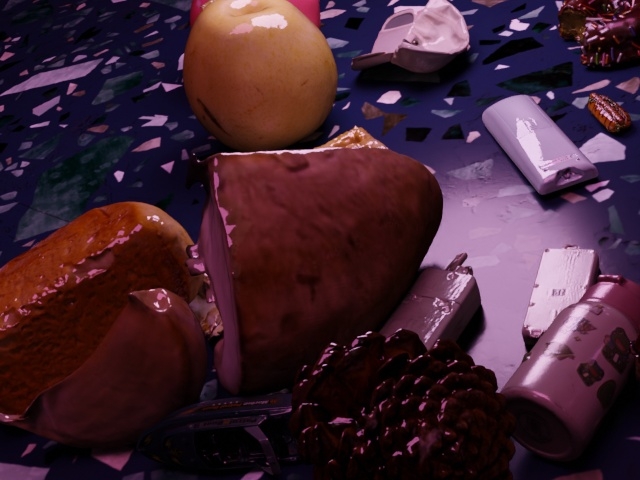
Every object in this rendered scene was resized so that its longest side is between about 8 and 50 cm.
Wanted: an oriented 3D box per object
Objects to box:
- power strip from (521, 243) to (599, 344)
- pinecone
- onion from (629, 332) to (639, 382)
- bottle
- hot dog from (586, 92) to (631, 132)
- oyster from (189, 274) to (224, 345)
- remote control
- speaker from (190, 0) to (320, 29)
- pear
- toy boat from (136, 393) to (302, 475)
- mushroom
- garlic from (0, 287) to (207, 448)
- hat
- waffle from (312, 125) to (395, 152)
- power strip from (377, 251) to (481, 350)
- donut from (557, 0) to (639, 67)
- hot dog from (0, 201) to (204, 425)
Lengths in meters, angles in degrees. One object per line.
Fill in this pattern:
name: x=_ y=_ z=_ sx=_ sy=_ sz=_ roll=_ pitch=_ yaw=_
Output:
power strip: x=0.336 y=0.076 z=1.361 sx=0.081 sy=0.035 sz=0.192 roll=1 pitch=40 yaw=25
pinecone: x=0.082 y=0.215 z=1.142 sx=0.246 sy=0.246 sz=0.292 roll=-33 pitch=23 yaw=-19
onion: x=0.491 y=0.145 z=1.052 sx=0.281 sy=0.221 sz=0.281 roll=-18 pitch=56 yaw=28
bottle: x=0.327 y=0.146 z=1.201 sx=0.120 sy=0.120 sz=0.253 roll=16 pitch=46 yaw=40
hot dog: x=0.498 y=-0.224 z=1.689 sx=0.049 sy=0.037 sz=0.122 roll=-19 pitch=36 yaw=-5
oyster: x=-0.121 y=0.037 z=1.595 sx=0.201 sy=0.107 sz=0.354 roll=-22 pitch=42 yaw=33
remote control: x=0.368 y=-0.175 z=1.673 sx=0.103 sy=0.051 sz=0.293 roll=-20 pitch=36 yaw=-1
speaker: x=-0.134 y=-0.492 z=2.153 sx=0.294 sy=0.294 sz=0.294 roll=-13 pitch=35 yaw=9
pear: x=-0.120 y=-0.330 z=1.914 sx=0.309 sy=0.309 sz=0.309 roll=-13 pitch=35 yaw=9
toy boat: x=-0.130 y=0.261 z=1.284 sx=0.246 sy=0.093 sz=0.103 roll=-9 pitch=29 yaw=14
mushroom: x=0.027 y=0.033 z=1.385 sx=0.397 sy=0.224 sz=0.314 roll=-7 pitch=61 yaw=-21
garlic: x=-0.297 y=0.194 z=1.379 sx=0.338 sy=0.196 sz=0.151 roll=-36 pitch=32 yaw=21
hat: x=0.185 y=-0.391 z=2.036 sx=0.226 sy=0.164 sz=0.219 roll=-41 pitch=10 yaw=50
waffle: x=0.032 y=-0.100 z=1.729 sx=0.221 sy=0.055 sz=0.248 roll=-27 pitch=35 yaw=-11
power strip: x=0.149 y=0.117 z=1.380 sx=0.093 sy=0.053 sz=0.288 roll=10 pitch=44 yaw=36
donut: x=0.570 y=-0.426 z=1.875 sx=0.216 sy=0.096 sz=0.230 roll=-11 pitch=35 yaw=13
hot dog: x=-0.390 y=0.092 z=1.530 sx=0.405 sy=0.185 sz=0.223 roll=-36 pitch=31 yaw=-10
